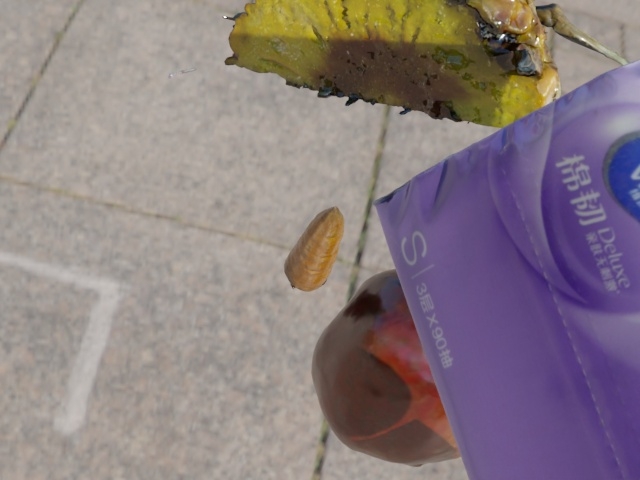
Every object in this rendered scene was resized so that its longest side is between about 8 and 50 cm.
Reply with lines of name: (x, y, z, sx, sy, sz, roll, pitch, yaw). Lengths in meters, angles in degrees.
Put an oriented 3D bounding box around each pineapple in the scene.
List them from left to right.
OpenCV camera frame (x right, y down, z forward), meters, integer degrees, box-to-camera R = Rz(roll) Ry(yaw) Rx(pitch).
pineapple: (0.090, -0.199, 1.039, 0.335, 0.161, 0.158, 18, 32, 37)

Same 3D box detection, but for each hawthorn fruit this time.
hawthorn fruit: (0.148, 0.176, 1.897, 0.308, 0.324, 0.308, 25, 20, -10)

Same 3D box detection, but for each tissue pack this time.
tissue pack: (0.201, 0.085, 0.739, 0.160, 0.242, 0.338, -1, 67, -49)

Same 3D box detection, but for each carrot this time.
carrot: (0.000, 0.000, 1.846, 0.072, 0.205, 0.072, 7, 59, -11)

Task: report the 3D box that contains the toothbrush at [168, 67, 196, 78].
toothbrush: (-0.226, -0.275, 2.082, 0.006, 0.008, 0.097, 40, 24, 7)
